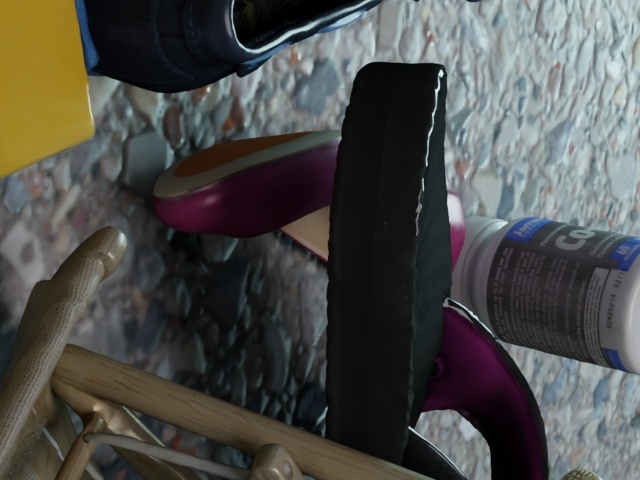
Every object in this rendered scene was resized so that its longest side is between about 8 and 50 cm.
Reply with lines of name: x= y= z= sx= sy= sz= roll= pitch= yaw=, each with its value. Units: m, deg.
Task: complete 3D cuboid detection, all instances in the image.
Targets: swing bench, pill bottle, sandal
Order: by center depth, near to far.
swing bench: x=-0.066 y=0.176 z=0.761 sx=0.255 sy=0.165 sz=0.253 roll=34 pitch=39 yaw=-8
sandal: x=0.064 y=0.109 z=0.932 sx=0.445 sy=0.107 sz=0.167 roll=87 pitch=11 yaw=-47
pill bottle: x=0.140 y=0.028 z=1.086 sx=0.078 sy=0.137 sz=0.078 roll=-18 pitch=114 yaw=-48

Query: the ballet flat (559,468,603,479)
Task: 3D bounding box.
ballet flat: x=0.147 y=0.251 z=1.210 sx=0.067 sy=0.073 sz=0.206 roll=6 pitch=91 yaw=-37

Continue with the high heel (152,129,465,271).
high heel: x=0.000 y=0.000 z=0.952 sx=0.244 sy=0.082 sz=0.117 roll=-21 pitch=105 yaw=-61

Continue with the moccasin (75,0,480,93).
moccasin: x=0.024 y=-0.154 z=0.911 sx=0.342 sy=0.117 sz=0.137 roll=-43 pitch=130 yaw=-36

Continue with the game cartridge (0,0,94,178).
game cartridge: x=-0.231 y=-0.121 z=0.665 sx=0.324 sy=0.053 sz=0.285 roll=-27 pitch=120 yaw=-42
